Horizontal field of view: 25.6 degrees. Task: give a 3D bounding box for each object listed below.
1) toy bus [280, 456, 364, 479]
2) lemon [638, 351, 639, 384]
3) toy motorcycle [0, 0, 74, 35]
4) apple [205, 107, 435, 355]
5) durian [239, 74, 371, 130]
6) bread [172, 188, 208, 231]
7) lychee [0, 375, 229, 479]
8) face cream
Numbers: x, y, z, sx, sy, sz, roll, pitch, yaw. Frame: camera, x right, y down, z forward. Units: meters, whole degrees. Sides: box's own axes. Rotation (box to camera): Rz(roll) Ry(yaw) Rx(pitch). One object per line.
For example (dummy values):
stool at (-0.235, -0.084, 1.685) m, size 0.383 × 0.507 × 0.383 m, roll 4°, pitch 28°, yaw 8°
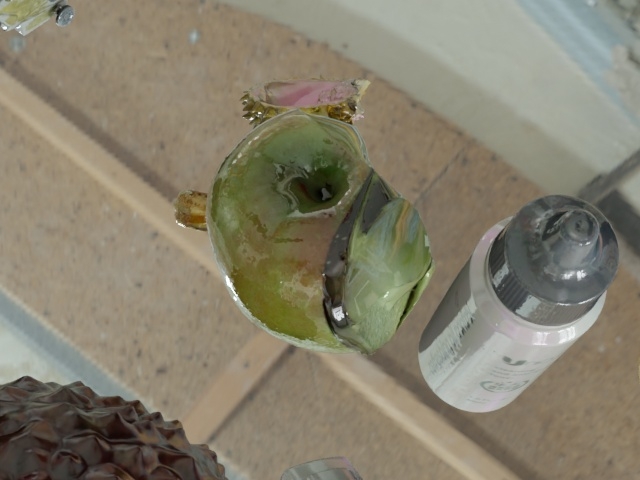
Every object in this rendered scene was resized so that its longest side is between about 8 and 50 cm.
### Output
toy bus at (0.016, 0.191, 0.877) m, size 0.060 × 0.075 × 0.123 m, roll -10°, pitch -155°, yaw -18°
lemon at (0.469, 0.144, 1.465) m, size 0.293 × 0.293 × 0.293 m, roll 4°, pitch -119°, yaw -8°
toy motorcycle at (-0.356, -0.313, 1.680) m, size 0.074 × 0.151 × 0.229 m, roll 39°, pitch -114°, yaw 24°
apple at (0.000, 0.000, 1.185) m, size 0.174 × 0.188 × 0.207 m, roll -18°, pitch -119°, yaw 2°
durian at (-0.005, -0.130, 1.512) m, size 0.165 × 0.132 × 0.182 m, roll 35°, pitch -159°, yaw -35°
bread at (-0.111, -0.028, 1.566) m, size 0.111 × 0.083 × 0.044 m, roll 11°, pitch -89°, yaw -11°
lychee at (-0.276, 0.328, 1.243) m, size 0.500 × 0.424 × 0.424 m, roll 5°, pitch -122°, yaw -33°
face cream at (0.133, 0.041, 0.935) m, size 0.092 × 0.311 × 0.092 m, roll 2°, pitch -109°, yaw -6°
